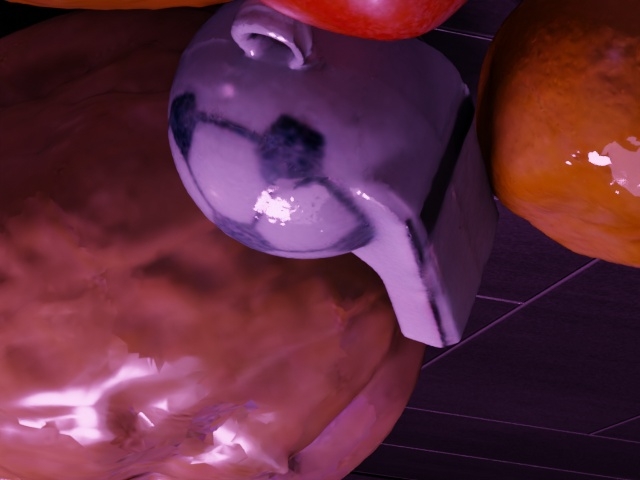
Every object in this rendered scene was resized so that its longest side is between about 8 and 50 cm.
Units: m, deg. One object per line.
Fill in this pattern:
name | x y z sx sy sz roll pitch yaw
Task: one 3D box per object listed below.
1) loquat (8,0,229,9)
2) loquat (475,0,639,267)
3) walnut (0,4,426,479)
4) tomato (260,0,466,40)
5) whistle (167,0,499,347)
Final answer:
loquat | -0.040 -0.197 0.564 0.284 0.276 0.276 6 165 -19
loquat | 0.185 -0.076 1.049 0.187 0.176 0.234 44 162 -4
walnut | -0.115 0.021 1.194 0.383 0.383 0.383 6 164 2
tomato | 0.024 -0.168 0.822 0.167 0.167 0.167 6 164 2
whistle | 0.002 -0.050 0.975 0.163 0.163 0.290 3 155 14
